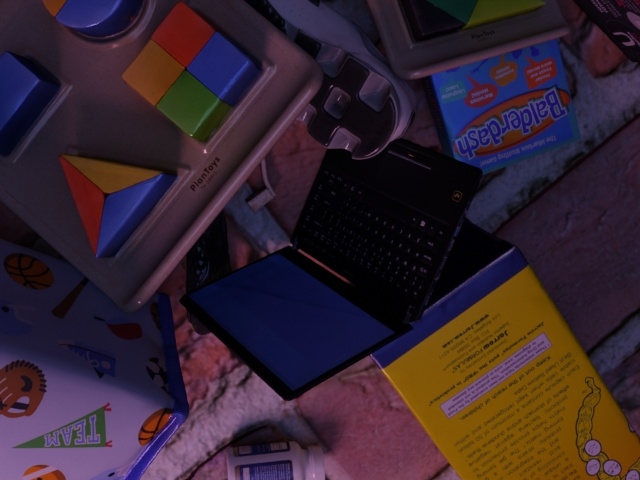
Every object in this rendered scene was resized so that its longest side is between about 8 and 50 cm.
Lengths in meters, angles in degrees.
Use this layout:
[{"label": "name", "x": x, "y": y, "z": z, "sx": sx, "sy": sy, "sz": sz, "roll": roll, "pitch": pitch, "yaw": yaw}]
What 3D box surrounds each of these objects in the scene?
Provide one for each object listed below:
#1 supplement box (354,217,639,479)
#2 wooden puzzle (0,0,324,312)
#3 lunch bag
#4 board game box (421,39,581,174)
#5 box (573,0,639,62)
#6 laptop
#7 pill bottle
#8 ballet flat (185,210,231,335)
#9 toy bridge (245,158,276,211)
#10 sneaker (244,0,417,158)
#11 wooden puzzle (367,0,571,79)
[{"label": "supplement box", "x": 0.211, "y": 0.176, "z": 0.929, "sx": 0.195, "sy": 0.194, "sz": 0.356, "roll": -36, "pitch": 106, "yaw": 1}, {"label": "wooden puzzle", "x": -0.222, "y": -0.150, "z": 0.777, "sx": 0.348, "sy": 0.080, "sz": 0.322, "roll": 41, "pitch": 97, "yaw": 9}, {"label": "lunch bag", "x": -0.371, "y": 0.207, "z": 0.798, "sx": 0.328, "sy": 0.239, "sz": 0.385, "roll": 26, "pitch": 115, "yaw": -30}, {"label": "board game box", "x": 0.204, "y": -0.194, "z": 0.920, "sx": 0.160, "sy": 0.047, "sz": 0.210, "roll": -21, "pitch": 105, "yaw": -4}, {"label": "box", "x": 0.391, "y": -0.291, "z": 0.811, "sx": 0.165, "sy": 0.270, "sz": 0.143, "roll": 40, "pitch": 94, "yaw": -15}, {"label": "laptop", "x": 0.000, "y": 0.000, "z": 0.819, "sx": 0.136, "sy": 0.234, "sz": 0.264, "roll": 15, "pitch": 101, "yaw": -42}, {"label": "pill bottle", "x": -0.057, "y": 0.289, "z": 0.978, "sx": 0.120, "sy": 0.067, "sz": 0.067, "roll": -4, "pitch": 103, "yaw": -7}, {"label": "ballet flat", "x": -0.138, "y": 0.030, "z": 0.928, "sx": 0.057, "sy": 0.049, "sz": 0.173, "roll": -9, "pitch": 111, "yaw": -35}, {"label": "toy bridge", "x": -0.108, "y": -0.126, "z": 0.899, "sx": 0.063, "sy": 0.026, "sz": 0.188, "roll": -36, "pitch": 105, "yaw": -2}, {"label": "sneaker", "x": -0.034, "y": -0.218, "z": 0.856, "sx": 0.330, "sy": 0.146, "sz": 0.122, "roll": 42, "pitch": 121, "yaw": 7}, {"label": "wooden puzzle", "x": 0.141, "y": -0.305, "z": 0.826, "sx": 0.221, "sy": 0.044, "sz": 0.239, "roll": -19, "pitch": 85, "yaw": -18}]
